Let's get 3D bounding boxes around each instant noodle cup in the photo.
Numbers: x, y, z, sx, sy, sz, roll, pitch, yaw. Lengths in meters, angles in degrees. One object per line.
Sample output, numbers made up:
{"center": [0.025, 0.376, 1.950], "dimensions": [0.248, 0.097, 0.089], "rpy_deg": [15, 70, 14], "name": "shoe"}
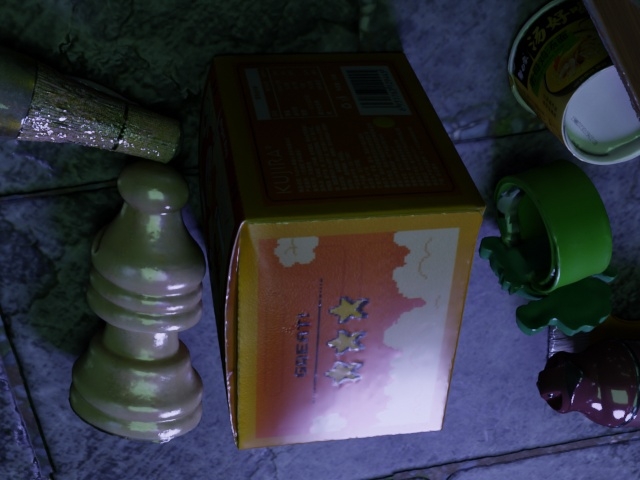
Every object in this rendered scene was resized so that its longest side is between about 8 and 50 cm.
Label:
{"center": [0.272, -0.155, 1.018], "dimensions": [0.152, 0.122, 0.151], "rpy_deg": [-5, 126, -7], "name": "instant noodle cup"}

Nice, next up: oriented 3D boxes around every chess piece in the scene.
{"center": [-0.180, 0.060, 1.094], "dimensions": [0.124, 0.139, 0.307], "rpy_deg": [-27, 138, -48], "name": "chess piece"}

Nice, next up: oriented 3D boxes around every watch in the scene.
{"center": [0.257, 0.001, 1.104], "dimensions": [0.131, 0.165, 0.152], "rpy_deg": [-16, 147, -14], "name": "watch"}

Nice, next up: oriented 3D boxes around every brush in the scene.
{"center": [0.419, 0.110, 1.311], "dimensions": [0.272, 0.013, 0.103], "rpy_deg": [-10, 127, -5], "name": "brush"}

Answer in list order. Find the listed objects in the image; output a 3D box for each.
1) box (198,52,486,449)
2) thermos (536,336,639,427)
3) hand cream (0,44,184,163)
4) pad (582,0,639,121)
{"center": [0.000, 0.000, 0.974], "dimensions": [0.214, 0.283, 0.259], "rpy_deg": [-1, 126, -10], "name": "box"}
{"center": [0.411, 0.173, 1.291], "dimensions": [0.330, 0.136, 0.109], "rpy_deg": [4, 104, -21], "name": "thermos"}
{"center": [-0.223, -0.117, 0.975], "dimensions": [0.203, 0.084, 0.084], "rpy_deg": [14, 122, -26], "name": "hand cream"}
{"center": [0.338, -0.257, 0.930], "dimensions": [0.284, 0.018, 0.286], "rpy_deg": [-51, 127, -17], "name": "pad"}
